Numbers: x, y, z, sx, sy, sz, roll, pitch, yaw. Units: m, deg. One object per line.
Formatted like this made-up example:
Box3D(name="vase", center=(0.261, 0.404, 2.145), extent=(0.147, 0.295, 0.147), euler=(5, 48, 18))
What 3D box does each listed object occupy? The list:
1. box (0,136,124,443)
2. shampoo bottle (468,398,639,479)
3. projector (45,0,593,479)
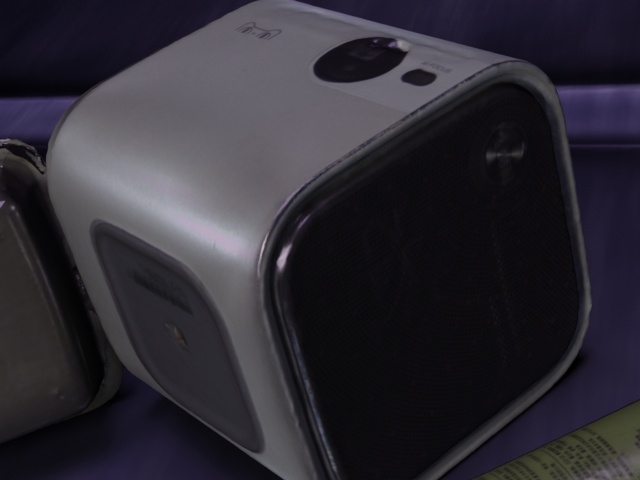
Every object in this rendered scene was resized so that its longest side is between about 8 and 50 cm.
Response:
Box3D(name="box", center=(-0.306, 0.061, 0.991), extent=(0.291, 0.220, 0.166), euler=(-19, 18, -7))
Box3D(name="shampoo bottle", center=(0.104, 0.173, 0.738), extent=(0.284, 0.101, 0.101), euler=(-23, 32, -12))
Box3D(name="projector", center=(0.000, 0.000, 0.916), extent=(0.249, 0.248, 0.249), euler=(-33, 36, -26))
